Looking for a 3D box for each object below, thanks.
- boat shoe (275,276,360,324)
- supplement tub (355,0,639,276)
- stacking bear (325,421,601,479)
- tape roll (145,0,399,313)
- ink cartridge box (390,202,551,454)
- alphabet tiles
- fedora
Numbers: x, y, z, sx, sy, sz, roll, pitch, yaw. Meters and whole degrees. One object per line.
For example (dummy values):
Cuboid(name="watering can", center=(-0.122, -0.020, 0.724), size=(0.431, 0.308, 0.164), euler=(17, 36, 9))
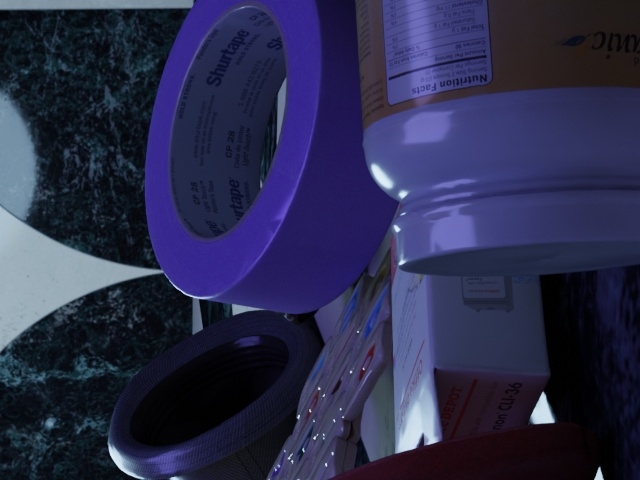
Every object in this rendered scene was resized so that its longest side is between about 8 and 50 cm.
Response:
Cuboid(name="boat shoe", center=(0.006, -0.004, 1.430), size=(0.095, 0.095, 0.257), euler=(50, 152, 10))
Cuboid(name="supplement tub", center=(0.087, -0.090, 0.689), size=(0.144, 0.144, 0.199), euler=(141, 126, -78))
Cuboid(name="stacking bear", center=(0.080, 0.260, 0.800), size=(0.175, 0.164, 0.289), euler=(104, 157, -58))
Cuboid(name="tape roll", center=(-0.037, -0.084, 1.284), size=(0.275, 0.090, 0.274), euler=(-25, 60, 54))
Cuboid(name="ink cartridge box", center=(0.081, 0.051, 0.928), size=(0.115, 0.067, 0.198), euler=(102, 170, -56))
Cuboid(name="alphabet tiles", center=(0.003, 0.147, 1.270), size=(0.284, 0.021, 0.278), euler=(-76, 11, -60))
Cuboid(name="fedora", center=(-0.089, 0.193, 1.703), size=(0.124, 0.244, 0.275), euler=(61, 170, -19))
